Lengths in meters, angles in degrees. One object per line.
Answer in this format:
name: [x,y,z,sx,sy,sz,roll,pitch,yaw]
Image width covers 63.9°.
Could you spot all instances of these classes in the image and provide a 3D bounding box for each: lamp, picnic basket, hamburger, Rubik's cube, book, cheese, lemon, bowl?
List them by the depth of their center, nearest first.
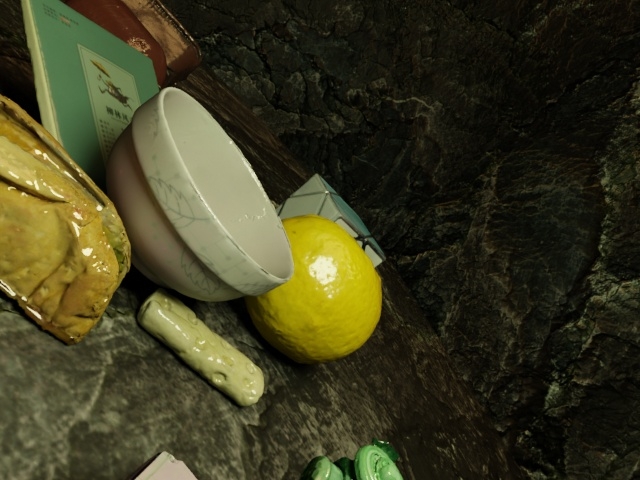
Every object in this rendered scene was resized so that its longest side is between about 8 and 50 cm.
hamburger: [-0.281,-0.039,0.490,0.262,0.131,0.124,51,10,-22]
cheese: [-0.147,0.138,0.648,0.194,0.043,0.065,47,10,-18]
bowl: [-0.167,-0.038,0.669,0.287,0.144,0.287,56,11,-17]
book: [-0.298,-0.157,0.753,0.264,0.031,0.379,20,51,-69]
lemon: [-0.015,0.085,0.868,0.288,0.234,0.233,56,6,-32]
lamp: [-0.399,-0.349,0.977,0.258,0.180,0.180,52,11,7]
picnic basket: [-0.433,-0.441,1.128,0.297,0.223,0.129,45,34,-22]
Rubik's cube: [0.000,0.000,1.276,0.205,0.207,0.205,41,15,-37]

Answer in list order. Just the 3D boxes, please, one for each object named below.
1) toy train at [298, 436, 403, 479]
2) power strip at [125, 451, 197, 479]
toy train: [0.065,0.352,0.562,0.243,0.132,0.188,46,19,-18]
power strip: [-0.139,0.243,0.335,0.109,0.037,0.279,50,11,3]
